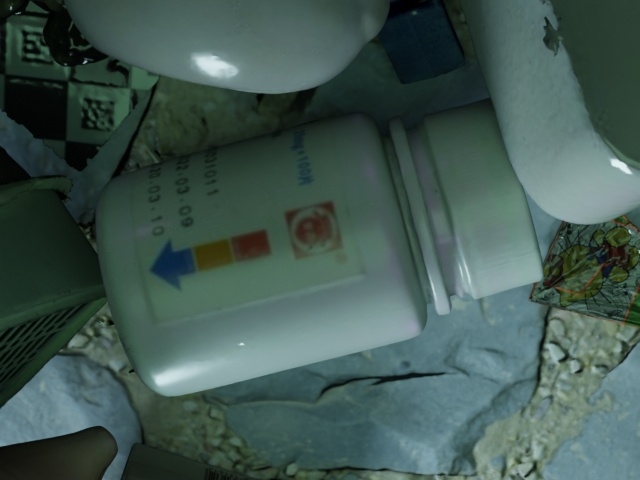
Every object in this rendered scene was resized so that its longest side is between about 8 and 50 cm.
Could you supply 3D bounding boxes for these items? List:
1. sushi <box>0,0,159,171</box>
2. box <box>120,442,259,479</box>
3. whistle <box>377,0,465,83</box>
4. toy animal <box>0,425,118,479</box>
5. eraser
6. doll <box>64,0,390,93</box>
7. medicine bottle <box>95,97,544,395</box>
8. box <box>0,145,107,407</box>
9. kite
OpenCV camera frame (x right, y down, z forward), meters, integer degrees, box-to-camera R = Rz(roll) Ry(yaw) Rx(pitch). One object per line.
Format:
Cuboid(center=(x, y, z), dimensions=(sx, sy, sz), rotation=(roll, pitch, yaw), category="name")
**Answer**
Cuboid(center=(-0.192, -0.192, 0.841), dimensions=(0.219, 0.047, 0.231), rotation=(39, 105, -14), category="sushi")
Cuboid(center=(-0.087, 0.267, 1.006), dimensions=(0.201, 0.058, 0.141), rotation=(20, 109, -9), category="box")
Cuboid(center=(0.055, -0.190, 0.838), dimensions=(0.090, 0.090, 0.158), rotation=(-25, 146, 8), category="whistle")
Cuboid(center=(-0.234, 0.235, 0.806), dimensions=(0.269, 0.326, 0.237), rotation=(-44, 79, -12), category="toy animal")
Cuboid(center=(0.244, -0.198, 0.754), dimensions=(0.331, 0.150, 0.331), rotation=(1, 79, -7), category="eraser")
Cuboid(center=(-0.052, -0.208, 0.730), dimensions=(0.221, 0.251, 0.221), rotation=(0, 112, 0), category="doll")
Cuboid(center=(0.000, 0.000, 0.850), dimensions=(0.293, 0.170, 0.170), rotation=(-15, 110, 6), category="medicine bottle")
Cuboid(center=(-0.304, 0.060, 0.827), dimensions=(0.290, 0.220, 0.166), rotation=(-41, 80, 23), category="box")
Cuboid(center=(0.276, -0.005, 0.938), dimensions=(0.244, 0.006, 0.198), rotation=(-29, 108, 9), category="kite")
